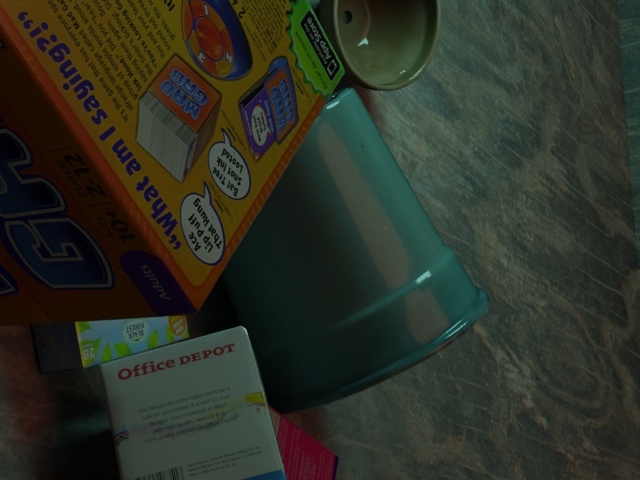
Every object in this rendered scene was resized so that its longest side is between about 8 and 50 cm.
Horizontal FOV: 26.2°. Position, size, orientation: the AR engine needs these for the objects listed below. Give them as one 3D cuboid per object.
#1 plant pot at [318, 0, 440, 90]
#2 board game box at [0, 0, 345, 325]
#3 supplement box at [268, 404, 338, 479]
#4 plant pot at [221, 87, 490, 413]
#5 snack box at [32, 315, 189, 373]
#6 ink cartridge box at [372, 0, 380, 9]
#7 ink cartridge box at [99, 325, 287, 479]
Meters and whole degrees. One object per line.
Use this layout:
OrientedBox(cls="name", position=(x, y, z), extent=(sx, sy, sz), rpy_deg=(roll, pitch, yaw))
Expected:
OrientedBox(cls="plant pot", position=(0.074, -0.359, 2.208), extent=(0.237, 0.110, 0.237), rpy_deg=(-5, 98, -41))
OrientedBox(cls="board game box", position=(-0.259, -0.169, 1.312), extent=(0.356, 0.356, 0.356), rpy_deg=(59, 42, -31))
OrientedBox(cls="supplement box", position=(-0.083, 0.287, 1.749), extent=(0.220, 0.111, 0.114), rpy_deg=(44, 45, -44))
OrientedBox(cls="plant pot", position=(0.000, 0.000, 1.804), extent=(0.334, 0.341, 0.341), rpy_deg=(65, 32, -10))
OrientedBox(cls="snack box", position=(-0.248, 0.049, 1.586), extent=(0.207, 0.070, 0.174), rpy_deg=(-11, 91, -59))
OrientedBox(cls="ink cartridge box", position=(0.062, -0.500, 2.319), extent=(0.333, 0.065, 0.165), rpy_deg=(63, 33, -28))
OrientedBox(cls="ink cartridge box", position=(-0.128, 0.247, 1.517), extent=(0.168, 0.171, 0.233), rpy_deg=(82, -7, -58))
